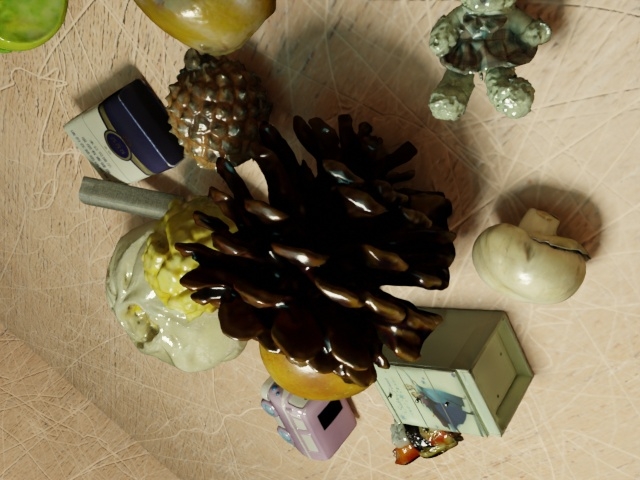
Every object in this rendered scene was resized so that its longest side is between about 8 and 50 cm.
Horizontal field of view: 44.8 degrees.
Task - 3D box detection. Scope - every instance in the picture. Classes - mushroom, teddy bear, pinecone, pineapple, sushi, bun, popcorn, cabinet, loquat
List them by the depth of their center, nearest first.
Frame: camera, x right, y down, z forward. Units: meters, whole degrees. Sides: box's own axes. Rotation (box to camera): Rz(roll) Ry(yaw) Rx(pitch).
[{"bbox_3d":[0.190,-0.242,0.865,0.133,0.111,0.213,5,109,14],"label":"teddy bear"},{"bbox_3d":[-0.166,-0.349,1.012,0.227,0.179,0.179,37,149,-22],"label":"loquat"},{"bbox_3d":[0.280,0.020,1.035,0.154,0.123,0.154,16,175,1],"label":"mushroom"},{"bbox_3d":[0.000,0.000,1.092,0.397,0.398,0.398,26,142,22],"label":"pinecone"},{"bbox_3d":[-0.159,-0.207,1.189,0.166,0.166,0.193,7,133,40],"label":"pineapple"},{"bbox_3d":[0.210,0.214,1.275,0.206,0.150,0.145,-2,125,45],"label":"cabinet"},{"bbox_3d":[-0.199,0.036,1.417,0.249,0.249,0.225,29,139,19],"label":"popcorn"},{"bbox_3d":[0.207,0.351,1.475,0.103,0.097,0.226,44,131,-11],"label":"sushi"},{"bbox_3d":[-0.324,0.146,1.674,0.365,0.219,0.365,30,145,24],"label":"bun"}]

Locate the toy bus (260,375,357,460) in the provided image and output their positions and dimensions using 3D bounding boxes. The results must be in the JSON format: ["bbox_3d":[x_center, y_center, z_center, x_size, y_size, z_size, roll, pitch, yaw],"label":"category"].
[{"bbox_3d":[-0.024,0.358,1.675,0.142,0.142,0.203,13,137,44],"label":"toy bus"}]

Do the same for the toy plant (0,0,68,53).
[{"bbox_3d":[-0.576,-0.435,1.375,0.315,0.184,0.224,26,140,50],"label":"toy plant"}]

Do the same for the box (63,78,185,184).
[{"bbox_3d":[-0.371,-0.196,1.480,0.259,0.071,0.168,-10,120,51],"label":"box"}]

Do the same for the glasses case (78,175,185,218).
[{"bbox_3d":[-0.372,-0.077,1.547,0.204,0.047,0.071,11,163,0],"label":"glasses case"}]

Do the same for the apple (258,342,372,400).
[{"bbox_3d":[0.012,0.171,1.376,0.207,0.237,0.237,0,128,30],"label":"apple"}]
